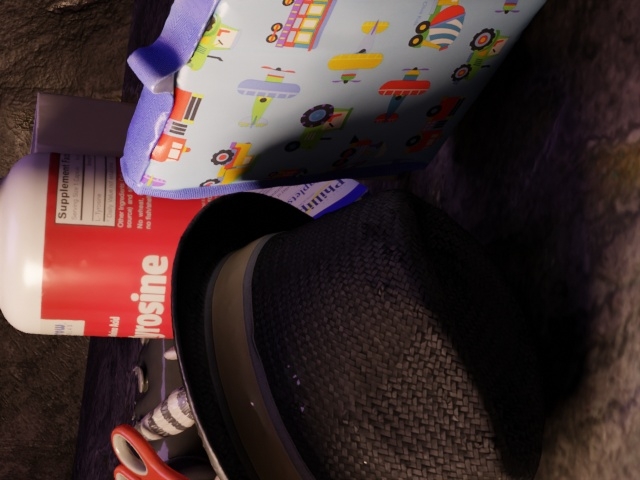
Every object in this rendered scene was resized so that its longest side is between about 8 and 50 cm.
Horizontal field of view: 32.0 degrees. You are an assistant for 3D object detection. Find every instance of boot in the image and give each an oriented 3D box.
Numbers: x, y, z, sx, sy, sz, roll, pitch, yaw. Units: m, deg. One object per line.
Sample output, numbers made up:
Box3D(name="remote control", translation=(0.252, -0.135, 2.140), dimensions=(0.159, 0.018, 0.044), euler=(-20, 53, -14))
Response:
Box3D(name="boot", translation=(-0.188, 0.223, 1.587), dimensions=(0.367, 0.146, 0.445), euler=(125, 151, -54))

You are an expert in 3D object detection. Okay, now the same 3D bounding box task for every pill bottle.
Box3D(name="pill bottle", translation=(-0.269, 0.007, 1.411), dimensions=(0.229, 0.408, 0.229), euler=(-177, 90, -78))

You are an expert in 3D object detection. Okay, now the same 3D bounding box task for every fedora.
Box3D(name="fedora", translation=(0.051, 0.083, 0.756), dimensions=(0.152, 0.334, 0.334), euler=(-35, 44, 26))

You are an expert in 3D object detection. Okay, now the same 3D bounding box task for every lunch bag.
Box3D(name="lunch bag", translation=(-0.007, -0.134, 0.790), dimensions=(0.138, 0.293, 0.221), euler=(52, 137, 19))

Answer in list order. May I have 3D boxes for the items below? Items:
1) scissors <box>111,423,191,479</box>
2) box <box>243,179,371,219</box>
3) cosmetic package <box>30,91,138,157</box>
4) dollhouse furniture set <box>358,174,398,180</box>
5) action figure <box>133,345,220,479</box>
Box3D(name="scissors", translation=(-0.124, 0.272, 1.147), dimensions=(0.297, 0.021, 0.109), euler=(17, 122, 41))
Box3D(name="box", translation=(0.000, 0.000, 0.999), dimensions=(0.137, 0.072, 0.126), euler=(30, 154, 49))
Box3D(name="cosmetic package", translation=(-0.246, -0.097, 1.557), dimensions=(0.113, 0.310, 0.160), euler=(-100, 24, -42))
Box3D(name="dollhouse furniture set", translation=(0.024, -0.185, 1.105), dimensions=(0.242, 0.161, 0.212), euler=(24, 109, 48))
Box3D(name="action figure", translation=(-0.067, 0.186, 1.121), dimensions=(0.330, 0.179, 0.341), euler=(134, 135, -56))
